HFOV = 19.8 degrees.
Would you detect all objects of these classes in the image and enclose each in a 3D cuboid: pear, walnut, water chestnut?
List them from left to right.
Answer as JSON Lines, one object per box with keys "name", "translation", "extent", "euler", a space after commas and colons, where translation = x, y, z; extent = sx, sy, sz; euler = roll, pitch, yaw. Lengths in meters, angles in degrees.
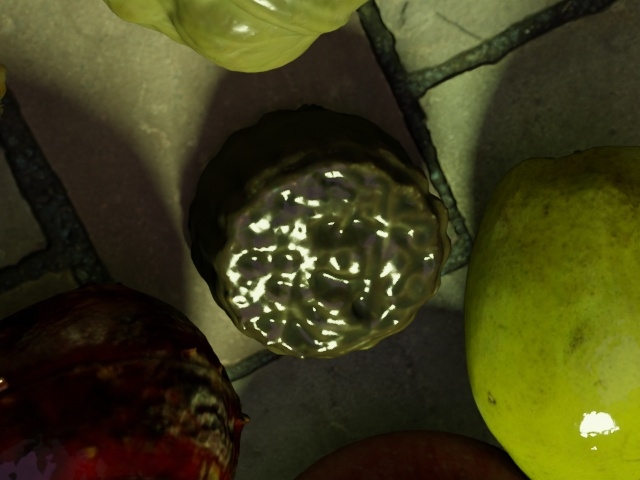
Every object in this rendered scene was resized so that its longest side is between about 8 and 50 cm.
{"name": "water chestnut", "translation": [-0.240, 0.168, 1.573], "extent": [0.350, 0.302, 0.350], "euler": [-25, 147, -18]}
{"name": "walnut", "translation": [-0.066, -0.281, 1.437], "extent": [0.277, 0.282, 0.253], "euler": [39, 61, -15]}
{"name": "pear", "translation": [0.245, 0.068, 1.633], "extent": [0.253, 0.253, 0.307], "euler": [-11, 96, -7]}

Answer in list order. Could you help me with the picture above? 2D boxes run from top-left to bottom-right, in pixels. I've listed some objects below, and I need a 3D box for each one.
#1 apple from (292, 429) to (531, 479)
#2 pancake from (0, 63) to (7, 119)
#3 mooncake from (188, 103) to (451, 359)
{"name": "apple", "translation": [0.079, 0.331, 1.705], "extent": [0.344, 0.269, 0.345], "euler": [0, 91, -4]}
{"name": "pancake", "translation": [-0.352, -0.014, 1.516], "extent": [0.266, 0.057, 0.244], "euler": [-28, 132, -46]}
{"name": "mooncake", "translation": [0.000, 0.000, 1.626], "extent": [0.228, 0.124, 0.228], "euler": [-4, 112, -11]}
